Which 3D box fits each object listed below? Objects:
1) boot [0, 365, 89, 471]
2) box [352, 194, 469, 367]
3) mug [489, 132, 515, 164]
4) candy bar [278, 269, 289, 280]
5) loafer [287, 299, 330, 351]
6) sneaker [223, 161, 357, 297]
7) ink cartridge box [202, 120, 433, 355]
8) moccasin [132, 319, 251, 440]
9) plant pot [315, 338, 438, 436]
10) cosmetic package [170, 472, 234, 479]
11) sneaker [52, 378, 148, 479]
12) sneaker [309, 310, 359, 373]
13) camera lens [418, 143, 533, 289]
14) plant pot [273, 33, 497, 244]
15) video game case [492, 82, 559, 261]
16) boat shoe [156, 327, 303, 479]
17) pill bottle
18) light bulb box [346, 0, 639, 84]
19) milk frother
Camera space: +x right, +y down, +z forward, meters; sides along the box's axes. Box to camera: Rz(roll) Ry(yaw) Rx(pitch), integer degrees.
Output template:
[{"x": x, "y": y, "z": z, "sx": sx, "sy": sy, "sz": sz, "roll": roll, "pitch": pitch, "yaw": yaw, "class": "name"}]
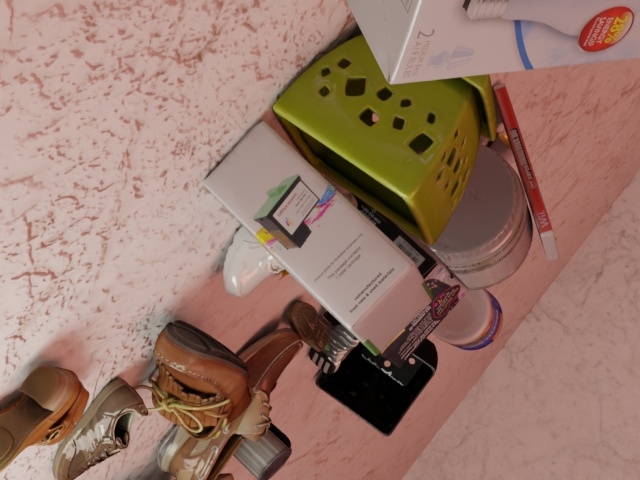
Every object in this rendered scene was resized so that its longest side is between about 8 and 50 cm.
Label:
[{"x": -0.373, "y": 0.246, "z": 1.600, "sx": 0.197, "sy": 0.073, "sz": 0.152, "roll": -44, "pitch": 165, "yaw": -7, "class": "boot"}, {"x": 0.067, "y": 0.036, "z": 1.853, "sx": 0.163, "sy": 0.247, "sz": 0.142, "roll": -48, "pitch": 148, "yaw": 3, "class": "box"}, {"x": 0.349, "y": -0.163, "z": 2.430, "sx": 0.064, "sy": 0.062, "sz": 0.078, "roll": -49, "pitch": 156, "yaw": 26, "class": "mug"}, {"x": -0.024, "y": -0.001, "z": 1.976, "sx": 0.040, "sy": 0.018, "sz": 0.161, "roll": -29, "pitch": 152, "yaw": -51, "class": "candy bar"}, {"x": -0.030, "y": 0.148, "z": 2.203, "sx": 0.056, "sy": 0.050, "sz": 0.148, "roll": -58, "pitch": 148, "yaw": -20, "class": "loafer"}, {"x": -0.040, "y": 0.000, "z": 1.785, "sx": 0.232, "sy": 0.115, "sz": 0.090, "roll": -50, "pitch": 156, "yaw": 1, "class": "sneaker"}, {"x": 0.000, "y": 0.000, "z": 1.633, "sx": 0.117, "sy": 0.278, "sz": 0.201, "roll": -45, "pitch": 161, "yaw": -2, "class": "ink cartridge box"}, {"x": -0.192, "y": 0.220, "z": 1.877, "sx": 0.147, "sy": 0.139, "sz": 0.380, "roll": -53, "pitch": 172, "yaw": -15, "class": "moccasin"}, {"x": 0.132, "y": 0.250, "z": 2.587, "sx": 0.187, "sy": 0.188, "sz": 0.167, "roll": -58, "pitch": 172, "yaw": 23, "class": "plant pot"}, {"x": -0.272, "y": 0.497, "z": 2.136, "sx": 0.153, "sy": 0.129, "sz": 0.296, "roll": -12, "pitch": -179, "yaw": 29, "class": "cosmetic package"}, {"x": -0.315, "y": 0.287, "z": 1.803, "sx": 0.188, "sy": 0.071, "sz": 0.066, "roll": -56, "pitch": 160, "yaw": 20, "class": "sneaker"}, {"x": 0.055, "y": 0.152, "z": 2.371, "sx": 0.132, "sy": 0.086, "sz": 0.228, "roll": -43, "pitch": 171, "yaw": -31, "class": "sneaker"}, {"x": 0.251, "y": -0.041, "z": 2.196, "sx": 0.219, "sy": 0.219, "sz": 0.274, "roll": -48, "pitch": 161, "yaw": -2, "class": "camera lens"}, {"x": 0.105, "y": -0.158, "z": 1.656, "sx": 0.207, "sy": 0.227, "sz": 0.228, "roll": -53, "pitch": 161, "yaw": -6, "class": "plant pot"}, {"x": 0.367, "y": -0.118, "z": 2.256, "sx": 0.025, "sy": 0.285, "sz": 0.204, "roll": -18, "pitch": 163, "yaw": 8, "class": "video game case"}, {"x": -0.133, "y": 0.290, "z": 2.143, "sx": 0.324, "sy": 0.116, "sz": 0.123, "roll": -49, "pitch": 161, "yaw": 1, "class": "boat shoe"}, {"x": 0.338, "y": 0.175, "z": 2.914, "sx": 0.152, "sy": 0.152, "sz": 0.272, "roll": -50, "pitch": 161, "yaw": 4, "class": "pill bottle"}, {"x": 0.235, "y": -0.374, "z": 1.315, "sx": 0.361, "sy": 0.225, "sz": 0.358, "roll": -9, "pitch": 145, "yaw": -20, "class": "light bulb box"}, {"x": -0.103, "y": 0.330, "z": 2.259, "sx": 0.129, "sy": 0.135, "sz": 0.143, "roll": -29, "pitch": 153, "yaw": -46, "class": "milk frother"}]
